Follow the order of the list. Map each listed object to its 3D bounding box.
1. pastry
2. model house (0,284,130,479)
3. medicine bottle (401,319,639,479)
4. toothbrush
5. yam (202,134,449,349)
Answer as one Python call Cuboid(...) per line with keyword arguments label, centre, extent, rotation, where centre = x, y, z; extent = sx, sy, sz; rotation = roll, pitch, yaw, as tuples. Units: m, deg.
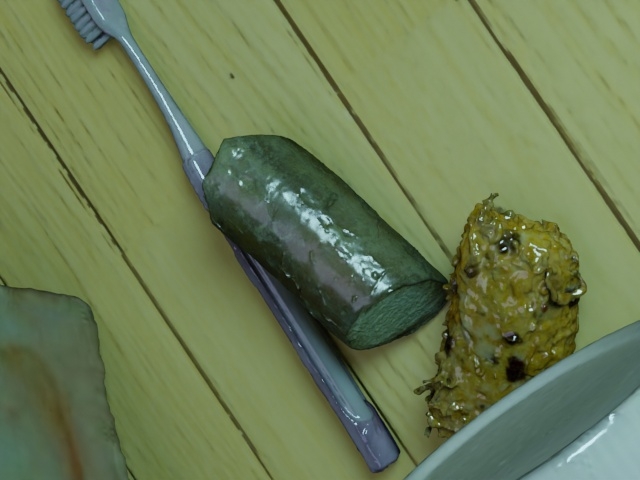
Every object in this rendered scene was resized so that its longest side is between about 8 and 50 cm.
Cuboid(label="pastry", centre=(0.099, 0.049, 0.907), extent=(0.080, 0.056, 0.140), rotation=(18, 120, 5))
Cuboid(label="model house", centre=(-0.273, 0.208, 1.045), extent=(0.280, 0.245, 0.312), rotation=(-29, 65, 32))
Cuboid(label="medicine bottle", centre=(0.202, 0.234, 0.803), extent=(0.211, 0.211, 0.371), rotation=(-33, 94, 36))
Cuboid(label="toothbrush", centre=(-0.058, -0.016, 0.999), extent=(0.029, 0.024, 0.354), rotation=(-34, 88, 41))
Cuboid(label="yam", centre=(0.000, 0.000, 0.944), extent=(0.146, 0.070, 0.069), rotation=(42, 124, 11))
